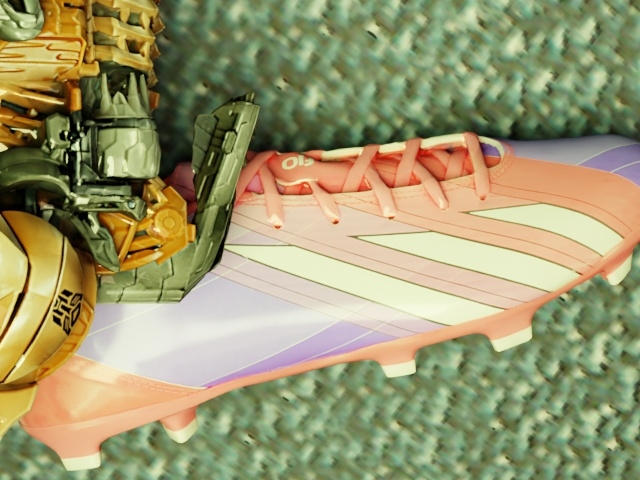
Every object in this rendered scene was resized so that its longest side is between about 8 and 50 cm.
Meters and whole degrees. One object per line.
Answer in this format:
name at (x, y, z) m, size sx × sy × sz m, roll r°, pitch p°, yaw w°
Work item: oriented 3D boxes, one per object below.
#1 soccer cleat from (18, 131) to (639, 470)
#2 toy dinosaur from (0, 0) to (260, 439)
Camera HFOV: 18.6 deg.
soccer cleat at (0.000, 0.000, 0.677) m, size 0.248 × 0.083 × 0.095 m, roll -19°, pitch 107°, yaw 0°
toy dinosaur at (-0.134, -0.010, 0.579) m, size 0.218 × 0.322 × 0.164 m, roll 23°, pitch 146°, yaw -17°
